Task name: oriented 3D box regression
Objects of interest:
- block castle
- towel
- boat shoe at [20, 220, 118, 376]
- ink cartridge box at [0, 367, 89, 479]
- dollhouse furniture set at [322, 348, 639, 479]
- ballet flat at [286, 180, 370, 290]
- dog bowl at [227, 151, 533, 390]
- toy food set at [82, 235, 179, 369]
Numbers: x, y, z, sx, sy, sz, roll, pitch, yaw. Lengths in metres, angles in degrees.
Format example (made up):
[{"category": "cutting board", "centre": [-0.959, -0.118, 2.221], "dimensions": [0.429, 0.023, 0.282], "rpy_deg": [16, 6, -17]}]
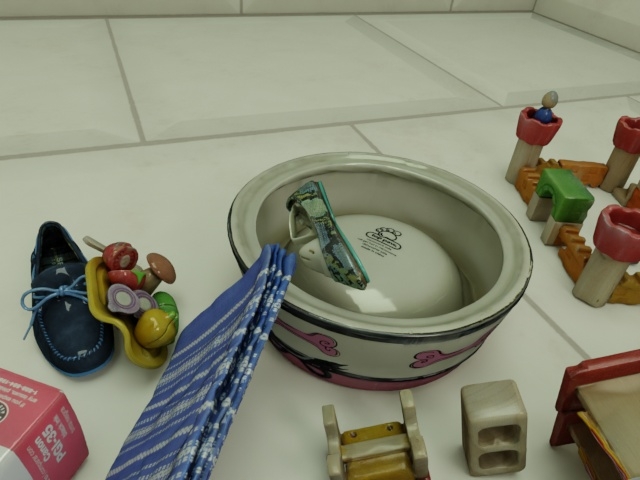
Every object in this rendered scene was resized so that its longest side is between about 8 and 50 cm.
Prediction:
[{"category": "block castle", "centre": [0.553, -0.096, 0.902], "dimensions": [0.302, 0.213, 0.453], "rpy_deg": [4, 37, -3]}, {"category": "towel", "centre": [-0.141, 0.164, 0.455], "dimensions": [0.040, 0.243, 0.336], "rpy_deg": [39, 39, -15]}, {"category": "boat shoe", "centre": [-0.348, 0.068, 0.660], "dimensions": [0.108, 0.089, 0.258], "rpy_deg": [-21, 45, -31]}, {"category": "ink cartridge box", "centre": [-0.376, 0.238, 0.411], "dimensions": [0.207, 0.117, 0.283], "rpy_deg": [15, 38, 11]}, {"category": "dollhouse furniture set", "centre": [0.201, 0.254, 0.484], "dimensions": [0.373, 0.152, 0.201], "rpy_deg": [-12, 38, 4]}, {"category": "ballet flat", "centre": [0.000, 0.000, 0.588], "dimensions": [0.070, 0.070, 0.188], "rpy_deg": [-5, 37, -14]}, {"category": "dog bowl", "centre": [0.073, 0.032, 0.719], "dimensions": [0.407, 0.151, 0.408], "rpy_deg": [4, 37, -3]}, {"category": "toy food set", "centre": [-0.230, 0.059, 0.646], "dimensions": [0.071, 0.128, 0.218], "rpy_deg": [-37, 47, 3]}]
